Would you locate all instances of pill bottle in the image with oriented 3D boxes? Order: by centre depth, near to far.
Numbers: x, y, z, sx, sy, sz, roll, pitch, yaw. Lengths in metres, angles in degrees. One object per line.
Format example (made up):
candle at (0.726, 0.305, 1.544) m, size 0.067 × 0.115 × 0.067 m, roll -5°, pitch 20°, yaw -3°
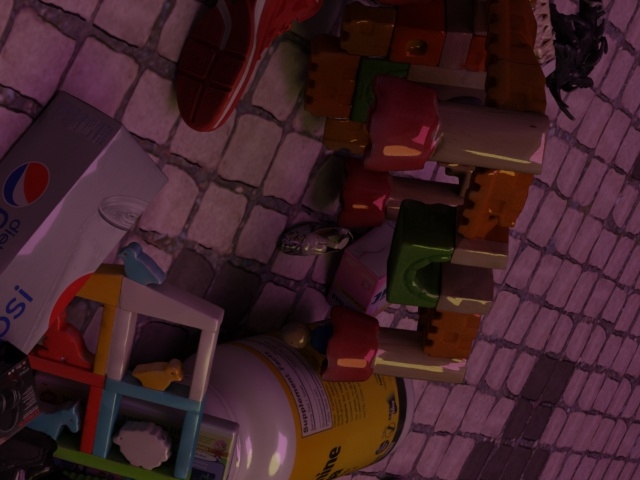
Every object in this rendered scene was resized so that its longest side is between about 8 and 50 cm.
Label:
pill bottle at (-0.057, 0.201, 1.486) m, size 0.334 × 0.188 × 0.188 m, roll -9°, pitch 120°, yaw -50°

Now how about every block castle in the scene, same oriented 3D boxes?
block castle at (0.081, -0.078, 1.327) m, size 0.453 × 0.213 × 0.303 m, roll 99°, pitch -2°, yaw -54°

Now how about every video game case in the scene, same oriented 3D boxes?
video game case at (-0.203, 0.244, 1.324) m, size 0.023 × 0.212 × 0.193 m, roll -62°, pitch 166°, yaw -68°

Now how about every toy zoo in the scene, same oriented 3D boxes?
toy zoo at (-0.205, 0.136, 1.256) m, size 0.030 × 0.192 × 0.293 m, roll -63°, pitch 166°, yaw -68°

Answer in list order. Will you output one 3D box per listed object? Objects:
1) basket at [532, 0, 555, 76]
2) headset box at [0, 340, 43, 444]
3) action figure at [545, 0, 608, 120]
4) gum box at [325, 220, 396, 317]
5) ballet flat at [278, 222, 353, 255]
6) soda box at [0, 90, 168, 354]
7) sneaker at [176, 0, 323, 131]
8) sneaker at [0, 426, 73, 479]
basket at (0.176, -0.240, 1.510) m, size 0.113 × 0.167 × 0.103 m, roll -36°, pitch 132°, yaw -34°
headset box at (-0.279, 0.139, 1.127) m, size 0.062 × 0.032 × 0.083 m, roll -37°, pitch 140°, yaw -33°
action figure at (0.306, -0.296, 1.665) m, size 0.164 × 0.141 × 0.275 m, roll 29°, pitch 73°, yaw -58°
gum box at (0.101, 0.018, 1.652) m, size 0.188 × 0.062 × 0.107 m, roll -35°, pitch 157°, yaw -35°
ballet flat at (0.000, 0.000, 1.553) m, size 0.114 × 0.041 × 0.041 m, roll -10°, pitch 121°, yaw -49°
soda box at (-0.270, 0.013, 1.160) m, size 0.286 × 0.091 × 0.098 m, roll -53°, pitch 146°, yaw -13°
sneaker at (-0.055, -0.205, 1.297) m, size 0.128 × 0.087 × 0.221 m, roll 9°, pitch 107°, yaw -53°
sneaker at (-0.299, 0.286, 1.257) m, size 0.097 × 0.135 × 0.276 m, roll -92°, pitch -175°, yaw -60°
